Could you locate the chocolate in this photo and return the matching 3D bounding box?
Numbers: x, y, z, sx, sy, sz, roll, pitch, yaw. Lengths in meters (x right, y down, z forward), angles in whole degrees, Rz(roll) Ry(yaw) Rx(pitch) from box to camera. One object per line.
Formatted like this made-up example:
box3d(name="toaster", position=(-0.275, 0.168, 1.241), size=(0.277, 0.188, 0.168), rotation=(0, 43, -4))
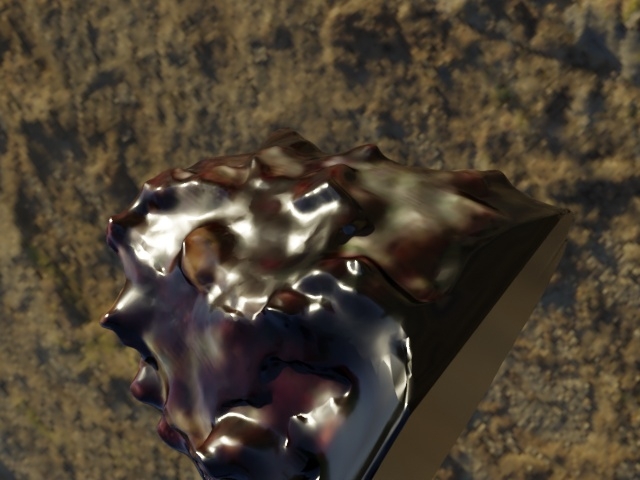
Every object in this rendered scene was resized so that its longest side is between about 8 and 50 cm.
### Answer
box3d(name="chocolate", position=(-0.016, 0.039, 0.557), size=(0.177, 0.224, 0.206), rotation=(33, 142, 16))
